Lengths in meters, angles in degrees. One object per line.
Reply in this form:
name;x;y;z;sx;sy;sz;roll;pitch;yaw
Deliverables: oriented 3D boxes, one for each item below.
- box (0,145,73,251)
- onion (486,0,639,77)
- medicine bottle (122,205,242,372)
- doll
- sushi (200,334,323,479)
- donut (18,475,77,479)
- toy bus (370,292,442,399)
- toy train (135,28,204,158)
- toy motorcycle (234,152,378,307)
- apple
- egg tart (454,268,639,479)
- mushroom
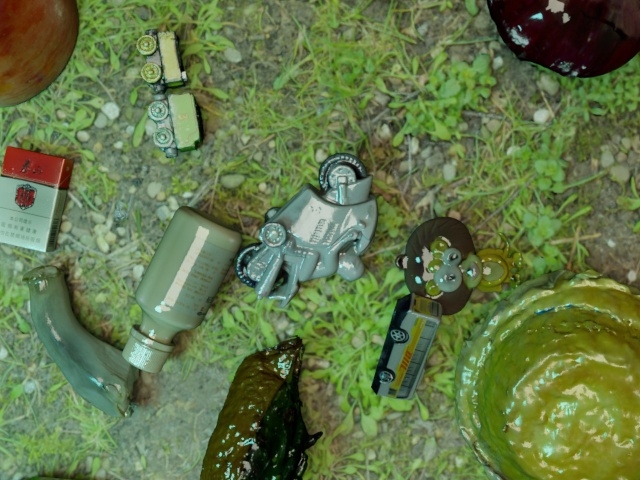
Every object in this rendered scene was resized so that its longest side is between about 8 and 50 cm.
box;-0.459;-0.065;1.512;0.100;0.048;0.152;13;94;4
onion;0.346;-0.328;1.357;0.252;0.219;0.252;11;55;-17
medicine bottle;-0.220;0.079;1.457;0.114;0.114;0.252;28;93;4
doll;0.208;0.030;1.429;0.188;0.096;0.145;-19;97;-4
sushi;-0.078;0.292;1.439;0.140;0.149;0.287;9;67;34
donut;-0.400;0.541;1.446;0.307;0.150;0.371;-16;79;0
toy bus;0.128;0.161;1.421;0.072;0.057;0.172;16;123;2
toy train;-0.232;-0.230;1.481;0.081;0.060;0.202;-10;90;-1
toy motorcycle;0.000;0.000;1.444;0.171;0.110;0.260;42;100;-8
apple;-0.537;-0.356;1.456;0.293;0.163;0.251;31;93;6
egg tart;0.376;0.232;1.370;0.388;0.169;0.388;2;99;13
mushroom;-0.375;0.160;1.487;0.096;0.099;0.278;-39;84;0
